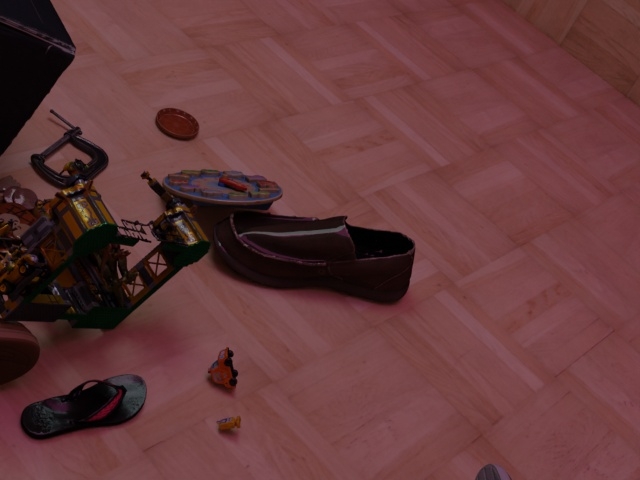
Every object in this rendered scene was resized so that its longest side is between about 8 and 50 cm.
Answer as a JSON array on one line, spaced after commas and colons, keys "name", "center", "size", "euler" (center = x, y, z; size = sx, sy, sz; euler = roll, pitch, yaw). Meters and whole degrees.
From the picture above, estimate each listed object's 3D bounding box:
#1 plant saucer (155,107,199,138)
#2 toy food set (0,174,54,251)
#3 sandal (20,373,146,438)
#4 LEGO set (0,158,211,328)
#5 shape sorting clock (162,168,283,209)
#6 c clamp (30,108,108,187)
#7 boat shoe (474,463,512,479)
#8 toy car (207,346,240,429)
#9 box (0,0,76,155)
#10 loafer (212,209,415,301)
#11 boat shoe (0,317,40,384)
[{"name": "plant saucer", "center": [-0.268, -0.218, 1.831], "size": [0.083, 0.013, 0.083], "euler": [17, 37, -14]}, {"name": "toy food set", "center": [-0.444, -0.035, 1.477], "size": [0.192, 0.039, 0.132], "euler": [38, 38, 13]}, {"name": "sandal", "center": [-0.300, 0.212, 1.272], "size": [0.179, 0.040, 0.067], "euler": [-13, 52, -41]}, {"name": "LEGO set", "center": [-0.327, -0.019, 1.306], "size": [0.192, 0.255, 0.331], "euler": [55, 24, 19]}, {"name": "shape sorting clock", "center": [-0.166, -0.094, 1.669], "size": [0.206, 0.040, 0.206], "euler": [10, 14, -3]}, {"name": "c clamp", "center": [-0.430, -0.146, 1.640], "size": [0.137, 0.022, 0.161], "euler": [31, 35, -5]}, {"name": "boat shoe", "center": [0.266, 0.425, 1.360], "size": [0.075, 0.083, 0.226], "euler": [22, 47, -28]}, {"name": "toy car", "center": [-0.138, 0.207, 1.373], "size": [0.040, 0.060, 0.122], "euler": [-11, 35, 2]}, {"name": "box", "center": [-0.678, -0.383, 1.383], "size": [0.471, 0.297, 0.480], "euler": [15, 34, -49]}, {"name": "loafer", "center": [0.000, 0.000, 1.642], "size": [0.365, 0.130, 0.134], "euler": [10, 40, -23]}, {"name": "boat shoe", "center": [-0.516, 0.113, 1.184], "size": [0.341, 0.122, 0.110], "euler": [4, 43, -27]}]
